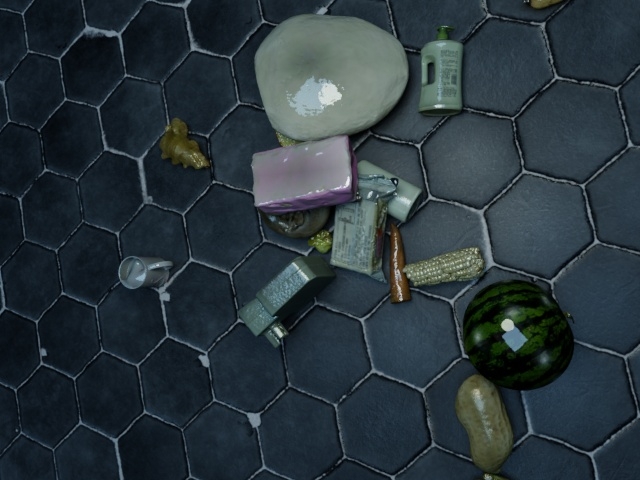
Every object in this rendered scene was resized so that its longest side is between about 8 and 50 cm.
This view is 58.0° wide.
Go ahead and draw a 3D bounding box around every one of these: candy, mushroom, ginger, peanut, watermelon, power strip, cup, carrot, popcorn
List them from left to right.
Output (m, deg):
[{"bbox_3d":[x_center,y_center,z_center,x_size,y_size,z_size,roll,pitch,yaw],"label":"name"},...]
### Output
[{"bbox_3d":[-0.527,0.102,1.782,0.135,0.133,0.099,11,90,18],"label":"cup"},{"bbox_3d":[-0.437,-0.285,1.798,0.115,0.081,0.206,-29,68,-17],"label":"ginger"},{"bbox_3d":[-0.085,0.169,1.580,0.261,0.229,0.141,-42,77,12],"label":"power strip"},{"bbox_3d":[-0.082,-0.108,1.609,0.226,0.178,0.227,18,126,27],"label":"mushroom"},{"bbox_3d":[-0.037,-0.161,1.461,0.264,0.116,0.156,-9,76,16],"label":"candy"},{"bbox_3d":[-0.001,0.002,1.651,0.083,0.059,0.068,-1,87,27],"label":"popcorn"},{"bbox_3d":[0.026,-0.459,1.578,0.426,0.186,0.387,-1,76,7],"label":"candy"},{"bbox_3d":[0.213,0.060,1.586,0.057,0.057,0.225,-6,81,18],"label":"carrot"},{"bbox_3d":[0.416,0.464,1.461,0.122,0.137,0.254,-12,82,-28],"label":"peanut"},{"bbox_3d":[0.470,0.225,1.388,0.268,0.269,0.269,-1,87,18],"label":"watermelon"}]

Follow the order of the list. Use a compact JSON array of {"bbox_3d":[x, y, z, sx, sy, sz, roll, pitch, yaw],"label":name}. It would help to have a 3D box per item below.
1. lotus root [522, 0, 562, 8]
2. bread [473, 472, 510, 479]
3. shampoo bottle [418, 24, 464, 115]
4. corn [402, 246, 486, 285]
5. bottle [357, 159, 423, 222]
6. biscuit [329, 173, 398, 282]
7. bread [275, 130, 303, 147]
[{"bbox_3d":[0.595,-0.637,1.480,0.151,0.063,0.072,-8,58,24],"label":"lotus root"},{"bbox_3d":[0.453,0.662,1.466,0.156,0.064,0.118,25,94,17],"label":"bread"},{"bbox_3d":[0.325,-0.458,1.549,0.118,0.087,0.235,2,88,18],"label":"shampoo bottle"},{"bbox_3d":[0.329,0.079,1.529,0.210,0.087,0.087,-17,82,21],"label":"corn"},{"bbox_3d":[0.152,-0.148,1.583,0.245,0.104,0.104,30,97,16],"label":"bottle"},{"bbox_3d":[0.108,-0.035,1.546,0.185,0.079,0.310,14,116,25],"label":"biscuit"},{"bbox_3d":[-0.058,-0.278,1.684,0.103,0.065,0.188,-30,77,20],"label":"bread"}]
